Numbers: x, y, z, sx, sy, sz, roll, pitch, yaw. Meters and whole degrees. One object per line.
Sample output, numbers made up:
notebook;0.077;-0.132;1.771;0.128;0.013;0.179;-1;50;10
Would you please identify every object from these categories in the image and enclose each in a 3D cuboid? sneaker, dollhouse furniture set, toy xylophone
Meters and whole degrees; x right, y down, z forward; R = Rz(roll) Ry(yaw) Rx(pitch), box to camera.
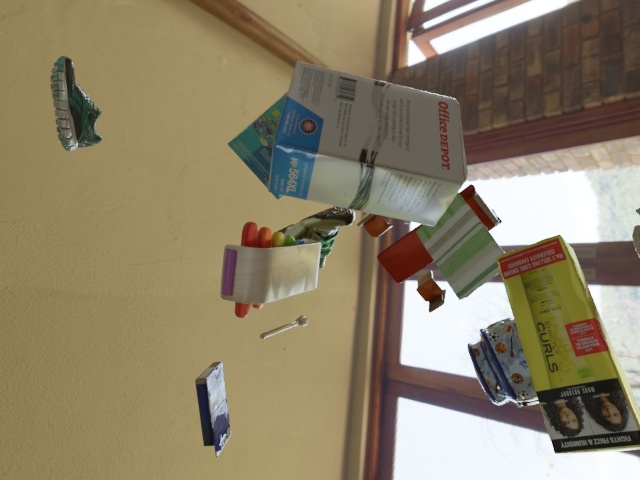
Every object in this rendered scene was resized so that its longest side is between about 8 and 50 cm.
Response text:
sneaker;0.000;0.000;1.420;0.158;0.410;0.182;-25;-87;-33
dollhouse furniture set;0.242;-0.005;0.892;0.262;0.259;0.135;51;-156;0
sneaker;-0.450;-0.252;0.776;0.076;0.065;0.167;-17;-57;-43
toy xylophone;-0.096;0.091;0.951;0.322;0.081;0.237;11;-92;-61

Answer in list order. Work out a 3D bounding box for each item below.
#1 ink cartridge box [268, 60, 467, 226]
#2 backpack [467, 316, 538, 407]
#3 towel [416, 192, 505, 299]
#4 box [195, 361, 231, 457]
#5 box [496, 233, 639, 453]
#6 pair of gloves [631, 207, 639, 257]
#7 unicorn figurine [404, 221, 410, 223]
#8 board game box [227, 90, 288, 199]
ink cartridge box;0.054;-0.113;0.490;0.203;0.086;0.148;13;-126;-4
backpack;0.548;0.348;1.209;0.263;0.213;0.277;50;-166;-56
towel;0.236;0.009;0.702;0.023;0.113;0.152;1;-129;-39
box;-0.303;0.479;1.190;0.136;0.036;0.226;-29;-69;-84
box;0.281;0.114;0.480;0.058;0.087;0.232;29;-133;-40
pair of gloves;0.630;0.023;0.686;0.240;0.042;0.204;-11;-104;-11
unicorn figurine;0.251;-0.077;1.104;0.111;0.161;0.060;-23;-73;-75
board game box;-0.098;-0.321;1.362;0.254;0.336;0.079;48;-146;-20
